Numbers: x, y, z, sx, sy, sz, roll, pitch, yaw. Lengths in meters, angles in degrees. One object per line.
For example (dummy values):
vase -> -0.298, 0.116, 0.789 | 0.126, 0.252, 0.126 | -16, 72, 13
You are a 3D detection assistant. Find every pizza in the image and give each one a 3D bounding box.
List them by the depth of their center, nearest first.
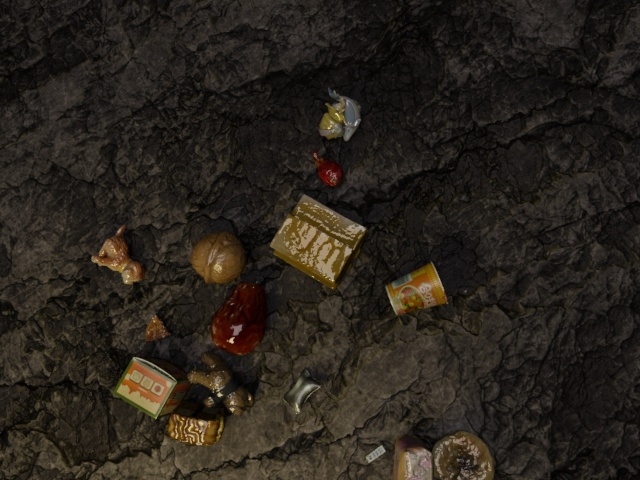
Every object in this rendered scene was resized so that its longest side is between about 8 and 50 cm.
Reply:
pizza -> -0.608, 0.336, 1.936 | 0.099, 0.029, 0.100 | -42, 76, 3

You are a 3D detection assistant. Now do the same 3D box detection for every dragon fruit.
dragon fruit -> 0.026, -0.273, 1.995 | 0.094, 0.094, 0.190 | -32, 54, -3

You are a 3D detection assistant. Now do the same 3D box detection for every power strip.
power strip -> 0.186, 0.728, 1.797 | 0.083, 0.017, 0.027 | -34, 76, -5

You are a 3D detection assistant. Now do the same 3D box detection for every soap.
soap -> 0.000, 0.000, 1.912 | 0.281, 0.143, 0.259 | 28, 79, 15

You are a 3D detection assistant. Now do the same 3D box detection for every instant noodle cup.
instant noodle cup -> 0.331, 0.179, 1.842 | 0.185, 0.168, 0.168 | -22, 77, 8

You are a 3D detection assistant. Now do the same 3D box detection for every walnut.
walnut -> -0.363, 0.063, 1.882 | 0.213, 0.213, 0.213 | -1, 78, 4

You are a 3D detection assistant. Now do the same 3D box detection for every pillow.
pillow -> -0.067, 0.525, 1.839 | 0.091, 0.055, 0.135 | 40, 82, 13

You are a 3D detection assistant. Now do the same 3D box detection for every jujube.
jujube -> -0.277, 0.272, 1.852 | 0.190, 0.190, 0.255 | 12, 72, 7

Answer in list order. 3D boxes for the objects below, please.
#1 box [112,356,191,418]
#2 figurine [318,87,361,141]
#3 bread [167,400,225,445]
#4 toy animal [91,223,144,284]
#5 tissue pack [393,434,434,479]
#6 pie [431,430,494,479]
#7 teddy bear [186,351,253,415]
box -> -0.564, 0.495, 1.809 | 0.177, 0.195, 0.148 | 26, 80, 10
figurine -> 0.068, -0.474, 2.000 | 0.184, 0.128, 0.208 | -26, 114, -2
bread -> -0.409, 0.609, 1.763 | 0.181, 0.222, 0.096 | 11, 84, -4
toy animal -> -0.717, 0.056, 1.964 | 0.185, 0.104, 0.184 | 31, 83, 14
tissue pack -> 0.296, 0.745, 1.663 | 0.123, 0.256, 0.215 | 2, 78, 1
pie -> 0.475, 0.733, 1.758 | 0.218, 0.052, 0.185 | 15, 74, 5
teddy bear -> -0.341, 0.490, 1.805 | 0.251, 0.129, 0.182 | 39, 54, 11
